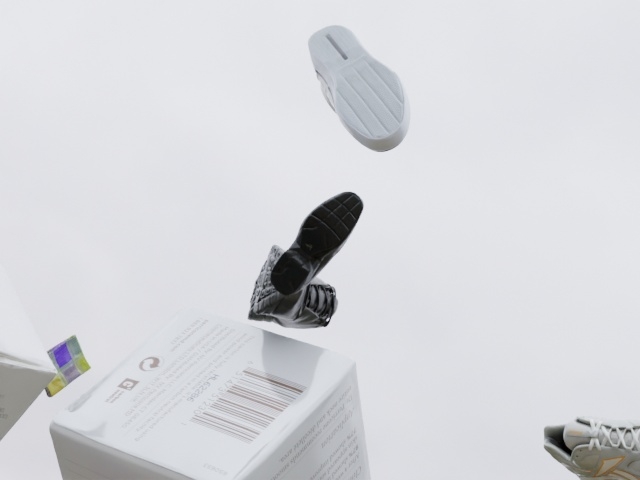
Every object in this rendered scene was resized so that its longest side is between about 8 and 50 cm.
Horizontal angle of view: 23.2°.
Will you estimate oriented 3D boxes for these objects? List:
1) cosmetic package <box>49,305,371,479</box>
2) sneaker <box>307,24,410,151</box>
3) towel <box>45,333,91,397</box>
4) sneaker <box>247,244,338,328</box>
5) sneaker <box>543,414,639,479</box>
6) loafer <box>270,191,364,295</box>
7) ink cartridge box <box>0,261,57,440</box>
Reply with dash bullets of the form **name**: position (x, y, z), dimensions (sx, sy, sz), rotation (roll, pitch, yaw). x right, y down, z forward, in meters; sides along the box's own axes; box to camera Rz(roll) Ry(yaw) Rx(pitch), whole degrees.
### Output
- **cosmetic package**: position (-0.144, 0.373, 2.301), dimensions (0.327, 0.329, 0.394), rotation (15, -52, 32)
- **sneaker**: position (0.059, -0.183, 2.013), dimensions (0.094, 0.258, 0.091), rotation (-24, -49, 0)
- **towel**: position (-0.358, 0.174, 2.160), dimensions (0.009, 0.083, 0.060), rotation (-2, -65, 44)
- **sneaker**: position (-0.033, 0.079, 2.321), dimensions (0.130, 0.109, 0.286), rotation (17, -6, -3)
- **sneaker**: position (0.414, 0.292, 2.214), dimensions (0.121, 0.099, 0.262), rotation (28, -27, -22)
- **loafer**: position (0.000, 0.000, 2.084), dimensions (0.170, 0.062, 0.061), rotation (-47, -12, 17)
- **ink cartridge box**: position (-0.504, 0.170, 1.746), dimensions (0.385, 0.279, 0.160), rotation (-49, -38, 17)
